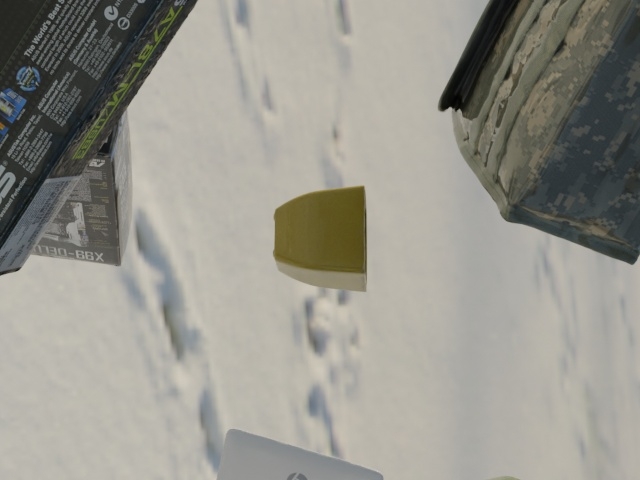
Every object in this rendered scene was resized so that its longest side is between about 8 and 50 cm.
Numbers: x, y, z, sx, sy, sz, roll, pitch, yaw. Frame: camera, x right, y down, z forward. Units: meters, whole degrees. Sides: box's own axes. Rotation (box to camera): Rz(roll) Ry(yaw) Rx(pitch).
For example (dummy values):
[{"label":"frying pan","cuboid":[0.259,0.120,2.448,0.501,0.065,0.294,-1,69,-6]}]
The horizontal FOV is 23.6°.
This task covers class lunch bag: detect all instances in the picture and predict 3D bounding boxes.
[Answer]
[{"label":"lunch bag","cuboid":[0.220,-0.162,1.317,0.235,0.169,0.287,-61,-155,22]}]

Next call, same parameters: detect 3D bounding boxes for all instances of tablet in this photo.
[{"label":"tablet","cuboid":[-0.013,0.130,0.779,0.006,0.083,0.054,-50,154,-70]}]

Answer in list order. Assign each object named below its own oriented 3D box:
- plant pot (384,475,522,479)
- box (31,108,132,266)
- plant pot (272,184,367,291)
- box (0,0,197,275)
[{"label":"plant pot","cuboid":[0.032,0.346,1.263,0.366,0.353,0.366,168,-90,-73]},{"label":"box","cuboid":[-0.338,-0.074,1.470,0.242,0.307,0.076,99,-2,-64]},{"label":"plant pot","cuboid":[0.000,0.000,1.382,0.081,0.083,0.081,79,11,-75]},{"label":"box","cuboid":[-0.149,-0.112,0.606,0.190,0.184,0.045,-55,170,12]}]
